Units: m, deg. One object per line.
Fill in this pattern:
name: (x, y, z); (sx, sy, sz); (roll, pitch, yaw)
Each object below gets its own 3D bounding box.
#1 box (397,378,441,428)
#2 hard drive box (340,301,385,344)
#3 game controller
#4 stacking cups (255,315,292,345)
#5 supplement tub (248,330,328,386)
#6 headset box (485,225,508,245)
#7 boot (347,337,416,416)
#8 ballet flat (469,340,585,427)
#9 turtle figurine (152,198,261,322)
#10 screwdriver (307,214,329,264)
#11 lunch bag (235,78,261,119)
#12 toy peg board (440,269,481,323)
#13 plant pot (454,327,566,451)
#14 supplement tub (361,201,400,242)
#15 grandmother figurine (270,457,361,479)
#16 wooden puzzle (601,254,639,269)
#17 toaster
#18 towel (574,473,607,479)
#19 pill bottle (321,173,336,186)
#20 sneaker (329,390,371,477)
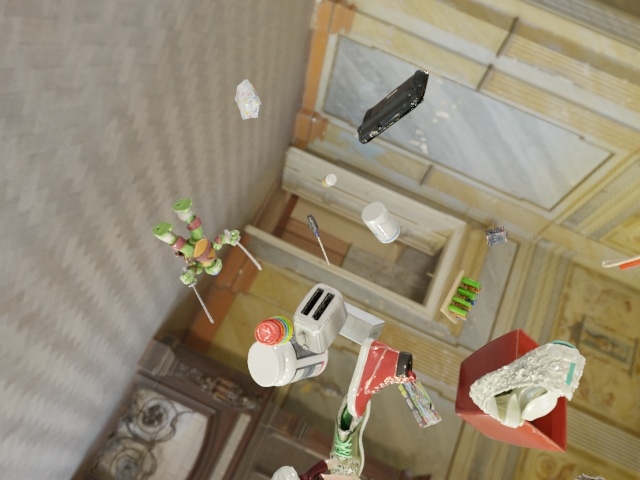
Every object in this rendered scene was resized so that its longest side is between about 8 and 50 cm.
box: (0.431, 0.708, 2.508); (0.114, 0.207, 0.036); (-2, 141, -41)
hard drive box: (0.110, 0.307, 2.207); (0.089, 0.232, 0.181); (-67, 158, 5)
game controller: (0.240, -0.444, 1.920); (0.319, 0.067, 0.166); (-29, -153, 50)
stacking cups: (-0.147, 0.267, 1.718); (0.316, 0.096, 0.096); (71, 43, -79)
supplement tub: (-0.120, 0.445, 2.187); (0.272, 0.191, 0.191); (-1, 121, -48)
headset box: (0.702, -0.018, 2.280); (0.032, 0.083, 0.062); (-88, 161, -49)
boot: (0.185, 0.429, 1.693); (0.088, 0.176, 0.244); (-4, 109, -66)
ballet flat: (0.462, 0.361, 1.344); (0.409, 0.147, 0.147); (111, 5, -57)
turtle figurine: (-0.321, 0.027, 1.614); (0.198, 0.266, 0.275); (-33, -140, 3)
screwdriver: (0.000, 0.000, 1.688); (0.025, 0.170, 0.024); (-12, -158, 36)
lunch bag: (-0.192, -0.378, 1.537); (0.053, 0.071, 0.083); (-15, 156, -20)
toy peg board: (0.509, 0.210, 2.000); (0.161, 0.079, 0.160); (-60, 143, -8)
plant pot: (0.557, 0.461, 1.716); (0.236, 0.267, 0.267); (-26, -146, 43)
supplement tub: (0.167, -0.048, 1.577); (0.107, 0.071, 0.071); (47, 59, -40)
grandmother figurine: (-0.015, 0.737, 1.719); (0.104, 0.342, 0.208); (28, -88, 49)
wooden puzzle: (1.131, 0.060, 1.974); (0.238, 0.221, 0.044); (-22, -104, 51)
toaster: (0.003, 0.243, 1.865); (0.227, 0.129, 0.146); (-52, 152, -27)
towel: (0.911, 0.776, 1.695); (0.049, 0.187, 0.282); (-56, -168, -17)
pill bottle: (0.035, -0.224, 2.145); (0.043, 0.043, 0.083); (-65, -167, -9)
sneaker: (0.100, 0.837, 2.433); (0.182, 0.158, 0.410); (38, 58, -62)
